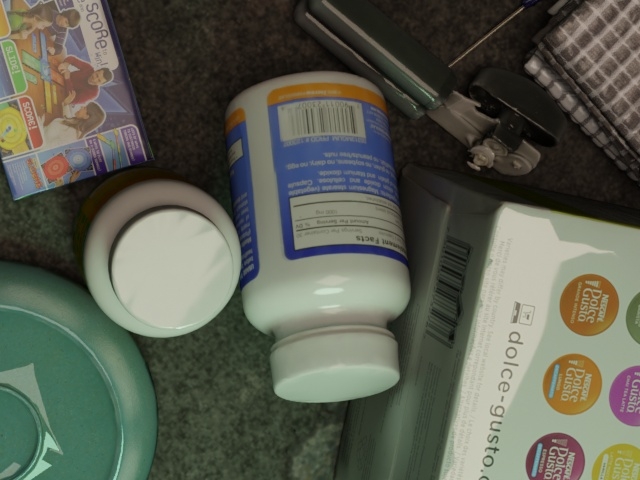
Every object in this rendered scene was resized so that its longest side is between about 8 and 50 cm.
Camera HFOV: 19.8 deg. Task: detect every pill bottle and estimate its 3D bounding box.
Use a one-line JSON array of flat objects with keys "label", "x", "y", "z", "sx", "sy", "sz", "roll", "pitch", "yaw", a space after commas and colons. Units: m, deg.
[{"label": "pill bottle", "x": 0.000, "y": 0.000, "z": 1.637, "sx": 0.152, "sy": 0.152, "sz": 0.272, "roll": -3, "pitch": 71, "yaw": -11}, {"label": "pill bottle", "x": -0.143, "y": 0.010, "z": 1.612, "sx": 0.136, "sy": 0.245, "sz": 0.136, "roll": -1, "pitch": 97, "yaw": -11}]

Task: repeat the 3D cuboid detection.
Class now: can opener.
[{"label": "can opener", "x": 0.102, "y": -0.157, "z": 1.736, "sx": 0.280, "sy": 0.074, "sz": 0.093, "roll": 34, "pitch": 66, "yaw": -13}]

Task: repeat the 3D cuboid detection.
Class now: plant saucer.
[{"label": "plant saucer", "x": -0.307, "y": 0.176, "z": 1.692, "sx": 0.317, "sy": 0.044, "sz": 0.318, "roll": -1, "pitch": 100, "yaw": -8}]

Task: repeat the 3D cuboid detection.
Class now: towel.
[{"label": "towel", "x": 0.363, "y": -0.195, "z": 1.750, "sx": 0.283, "sy": 0.121, "sz": 0.235, "roll": -45, "pitch": 102, "yaw": -3}]

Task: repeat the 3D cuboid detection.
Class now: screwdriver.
[{"label": "screwdriver", "x": 0.183, "y": -0.219, "z": 1.767, "sx": 0.170, "sy": 0.024, "sz": 0.025, "roll": -34, "pitch": 72, "yaw": 1}]

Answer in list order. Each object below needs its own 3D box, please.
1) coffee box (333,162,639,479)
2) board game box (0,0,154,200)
[{"label": "coffee box", "x": 0.234, "y": 0.137, "z": 1.653, "sx": 0.334, "sy": 0.338, "sz": 0.338, "roll": 11, "pitch": 95, "yaw": -12}, {"label": "board game box", "x": -0.245, "y": -0.152, "z": 1.681, "sx": 0.136, "sy": 0.035, "sz": 0.201, "roll": -16, "pitch": 100, "yaw": -8}]
